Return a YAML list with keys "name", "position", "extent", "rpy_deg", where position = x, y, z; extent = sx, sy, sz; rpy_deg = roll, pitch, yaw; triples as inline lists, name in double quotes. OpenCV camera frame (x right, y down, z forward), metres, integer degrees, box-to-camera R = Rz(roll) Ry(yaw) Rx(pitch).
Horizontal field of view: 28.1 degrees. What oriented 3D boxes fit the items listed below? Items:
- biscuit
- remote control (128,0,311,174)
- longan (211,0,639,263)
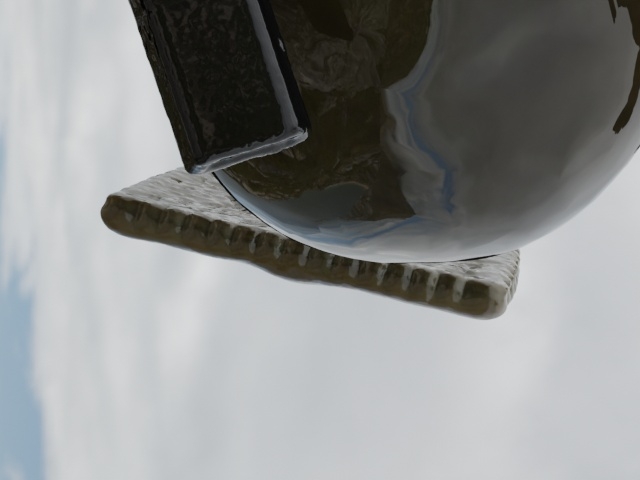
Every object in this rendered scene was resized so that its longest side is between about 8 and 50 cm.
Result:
- name: "biscuit"
  position: [0.000, 0.000, 1.040]
  extent: [0.217, 0.325, 0.044]
  rpy_deg: [-45, 147, -74]
- name: "remote control"
  position: [-0.068, -0.152, 0.563]
  extent: [0.025, 0.063, 0.245]
  rpy_deg: [165, -95, -80]
- name: "longan"
  position: [0.053, -0.159, 0.747]
  extent: [0.361, 0.361, 0.360]
  rpy_deg: [-178, -90, -71]
